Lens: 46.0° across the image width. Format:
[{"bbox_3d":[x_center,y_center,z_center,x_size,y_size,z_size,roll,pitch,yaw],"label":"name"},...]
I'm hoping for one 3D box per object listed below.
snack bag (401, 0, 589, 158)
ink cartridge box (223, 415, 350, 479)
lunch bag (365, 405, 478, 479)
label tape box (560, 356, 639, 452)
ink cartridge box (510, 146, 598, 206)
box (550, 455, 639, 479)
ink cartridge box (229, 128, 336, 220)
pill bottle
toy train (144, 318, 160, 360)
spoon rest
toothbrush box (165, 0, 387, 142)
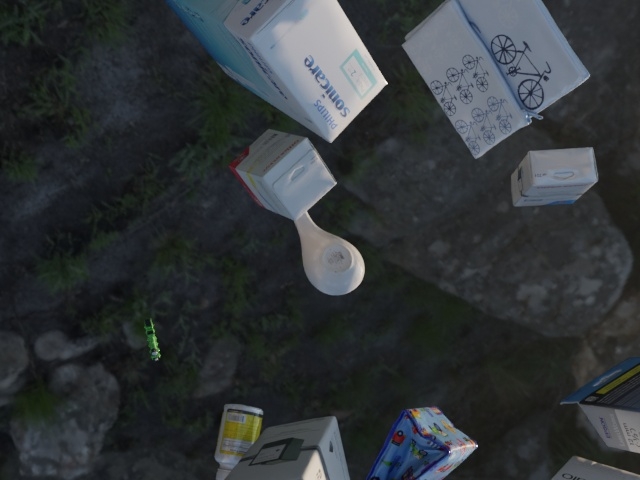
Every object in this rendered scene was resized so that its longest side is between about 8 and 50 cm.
[{"bbox_3d":[0.353,-0.376,1.565,0.037,0.323,0.342,-29,177,-38],"label":"snack bag"},{"bbox_3d":[-0.032,0.382,1.015,0.122,0.211,0.289,-12,180,9],"label":"ink cartridge box"},{"bbox_3d":[0.177,0.516,1.644,0.293,0.138,0.221,-53,153,9],"label":"lunch bag"},{"bbox_3d":[0.739,0.356,1.646,0.249,0.115,0.348,-23,-178,-23],"label":"label tape box"},{"bbox_3d":[0.509,-0.136,1.659,0.140,0.082,0.190,-3,167,2],"label":"ink cartridge box"},{"bbox_3d":[0.521,0.502,1.375,0.322,0.232,0.058,-13,108,-53],"label":"box"},{"bbox_3d":[-0.081,-0.140,1.584,0.128,0.176,0.127,-43,120,-13],"label":"ink cartridge box"},{"bbox_3d":[-0.131,0.319,1.184,0.065,0.065,0.116,37,58,-55],"label":"pill bottle"},{"bbox_3d":[-0.295,0.172,1.320,0.017,0.083,0.023,-12,139,-15],"label":"toy train"},{"bbox_3d":[0.000,0.000,1.728,0.137,0.276,0.084,-24,165,-18],"label":"spoon rest"},{"bbox_3d":[-0.076,-0.295,1.069,0.126,0.295,0.216,-46,136,-3],"label":"toothbrush box"}]
